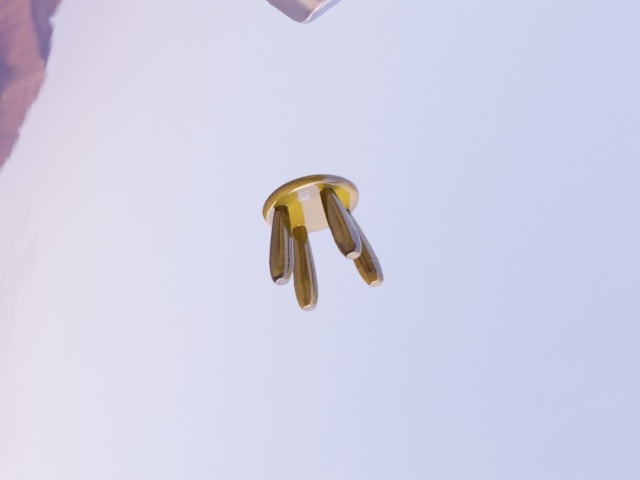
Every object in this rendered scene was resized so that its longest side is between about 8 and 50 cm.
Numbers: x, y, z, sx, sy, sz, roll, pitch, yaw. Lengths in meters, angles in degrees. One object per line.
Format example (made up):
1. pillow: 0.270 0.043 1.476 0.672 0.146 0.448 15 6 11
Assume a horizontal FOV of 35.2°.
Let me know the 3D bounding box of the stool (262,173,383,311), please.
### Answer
1. stool: 0.000 0.000 1.104 0.134 0.135 0.110 -50 -136 49

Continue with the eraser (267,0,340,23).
1. eraser: 0.030 -0.246 0.777 0.225 0.082 0.036 -43 169 -34
